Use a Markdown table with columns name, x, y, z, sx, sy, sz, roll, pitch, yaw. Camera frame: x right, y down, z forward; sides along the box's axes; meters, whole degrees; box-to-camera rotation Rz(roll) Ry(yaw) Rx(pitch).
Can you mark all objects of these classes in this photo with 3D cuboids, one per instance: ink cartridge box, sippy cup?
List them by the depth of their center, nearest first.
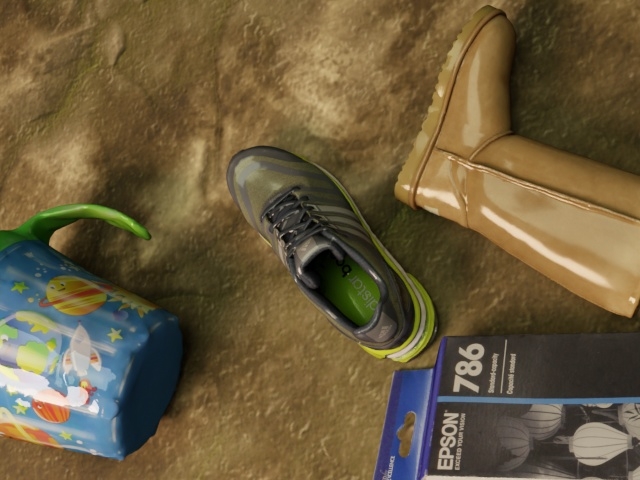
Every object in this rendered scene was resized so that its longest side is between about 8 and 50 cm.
| name | x | y | z | sx | sy | sz | roll | pitch | yaw |
| --- | --- | --- | --- | --- | --- | --- | --- | --- | --- |
| ink cartridge box | 0.206 | 0.167 | 0.950 | 0.332 | 0.065 | 0.165 | -5 | 46 | 20 |
| sippy cup | -0.280 | 0.128 | 1.120 | 0.224 | 0.240 | 0.305 | 16 | 110 | 13 |

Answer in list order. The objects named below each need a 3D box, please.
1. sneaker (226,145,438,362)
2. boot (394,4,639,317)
| name | x | y | z | sx | sy | sz | roll | pitch | yaw |
| --- | --- | --- | --- | --- | --- | --- | --- | --- | --- |
| sneaker | 0.000 | 0.000 | 1.075 | 0.111 | 0.121 | 0.300 | -48 | 67 | 7 |
| boot | 0.236 | -0.084 | 1.022 | 0.269 | 0.089 | 0.236 | 25 | 100 | 24 |
